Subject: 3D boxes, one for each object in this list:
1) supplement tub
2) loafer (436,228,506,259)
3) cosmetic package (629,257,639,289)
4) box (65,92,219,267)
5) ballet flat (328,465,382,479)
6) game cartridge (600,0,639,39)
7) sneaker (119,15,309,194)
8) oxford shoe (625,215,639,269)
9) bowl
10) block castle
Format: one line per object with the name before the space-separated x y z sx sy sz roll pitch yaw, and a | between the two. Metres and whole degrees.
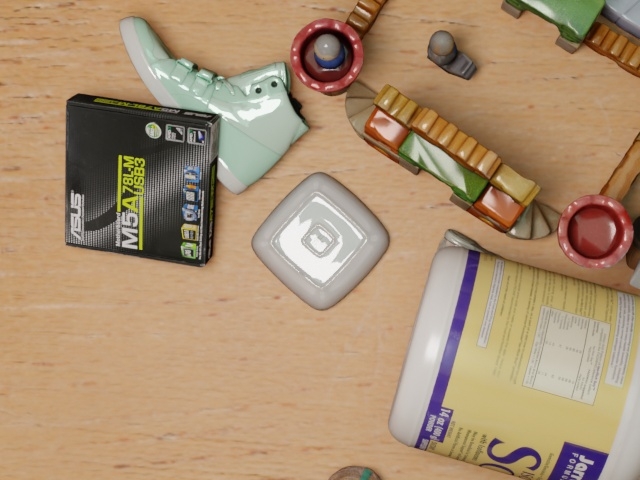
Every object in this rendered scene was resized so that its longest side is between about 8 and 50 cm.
supplement tub | 0.263 0.158 1.606 0.331 0.241 0.241 15 89 4
loafer | 0.201 0.032 1.717 0.125 0.045 0.039 32 107 10
cosmetic package | 0.459 -0.032 1.606 0.127 0.107 0.238 28 54 7
box | -0.218 -0.072 1.696 0.184 0.045 0.191 9 113 8
ballet flat | -0.010 0.420 1.680 0.107 0.106 0.316 18 89 4
game cartridge | 0.370 -0.391 1.715 0.198 0.062 0.297 -42 86 -3
sneaker | -0.123 -0.200 1.713 0.151 0.094 0.256 -38 96 7
oxford shoe | 0.465 -0.003 1.692 0.212 0.076 0.076 -5 54 -10
bowl | 0.000 0.000 1.722 0.142 0.053 0.142 43 89 3
block castle | 0.215 -0.194 1.636 0.453 0.213 0.303 34 90 4
